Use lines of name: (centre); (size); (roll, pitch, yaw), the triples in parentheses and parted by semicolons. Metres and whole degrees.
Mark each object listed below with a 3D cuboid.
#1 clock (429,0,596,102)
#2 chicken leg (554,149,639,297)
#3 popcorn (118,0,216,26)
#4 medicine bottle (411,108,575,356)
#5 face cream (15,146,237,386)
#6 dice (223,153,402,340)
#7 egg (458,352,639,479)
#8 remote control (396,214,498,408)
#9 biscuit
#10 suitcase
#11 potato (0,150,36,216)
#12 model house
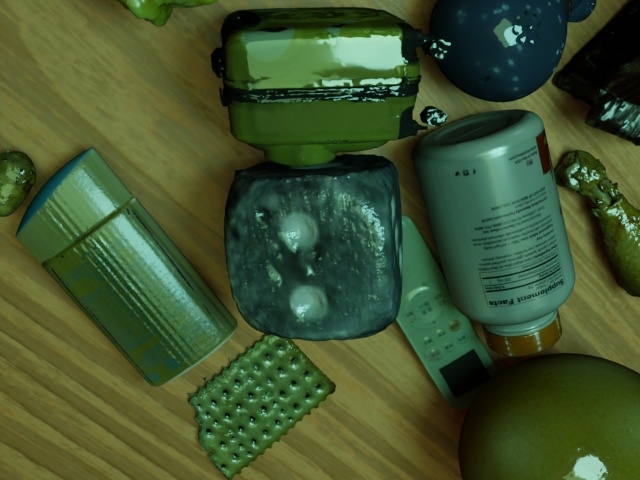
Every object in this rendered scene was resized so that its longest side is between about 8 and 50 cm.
clock: (0.225, -0.278, 0.748); (0.199, 0.146, 0.243); (32, 91, -20)
chicken leg: (0.406, -0.019, 0.880); (0.107, 0.087, 0.251); (-42, 103, 12)
popcorn: (-0.168, -0.354, 0.653); (0.233, 0.192, 0.266); (-35, 84, 18)
medicine bottle: (0.222, -0.003, 0.814); (0.156, 0.157, 0.289); (-20, 108, -3)
face cream: (-0.238, 0.039, 0.798); (0.139, 0.067, 0.285); (-35, 109, 1)
dice: (0.000, 0.000, 0.745); (0.181, 0.182, 0.183); (-2, 106, 13)
egg: (0.331, 0.289, 0.842); (0.351, 0.282, 0.283); (23, 102, -36)
remote control: (0.148, 0.101, 0.894); (0.090, 0.038, 0.310); (-31, 108, 1)
biscuit: (-0.092, 0.222, 0.901); (0.203, 0.016, 0.144); (-39, 108, 2)
suitcase: (0.001, -0.171, 0.712); (0.234, 0.194, 0.143); (-4, 116, -8)
potato: (-0.364, -0.065, 0.762); (0.051, 0.040, 0.083); (34, 97, -4)
model house: (0.501, -0.201, 0.737); (0.317, 0.282, 0.297); (26, 100, -15)
